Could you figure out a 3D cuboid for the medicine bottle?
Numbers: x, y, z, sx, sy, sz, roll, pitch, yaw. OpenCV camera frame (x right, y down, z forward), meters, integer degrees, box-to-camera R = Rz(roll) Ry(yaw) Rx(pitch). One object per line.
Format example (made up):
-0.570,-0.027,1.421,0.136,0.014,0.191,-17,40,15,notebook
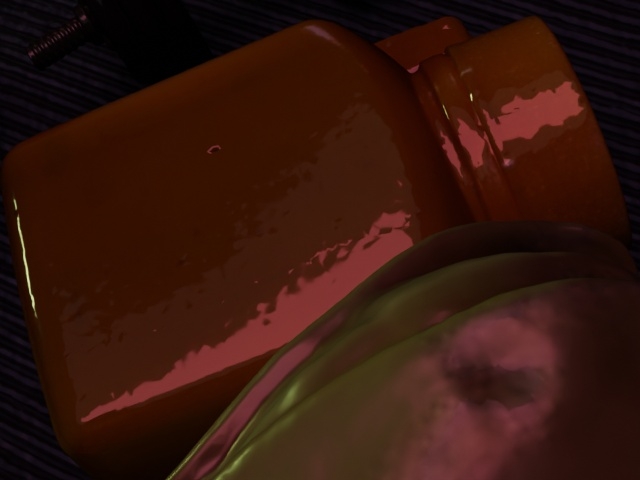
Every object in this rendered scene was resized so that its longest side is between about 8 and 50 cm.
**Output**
0.000,0.000,0.505,0.222,0.112,0.149,-22,60,4,medicine bottle

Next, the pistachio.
0.015,0.128,0.391,0.293,0.181,0.162,-53,21,14,pistachio

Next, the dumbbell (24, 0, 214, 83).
-0.047,-0.140,0.597,0.208,0.099,0.099,-32,60,-3,dumbbell
